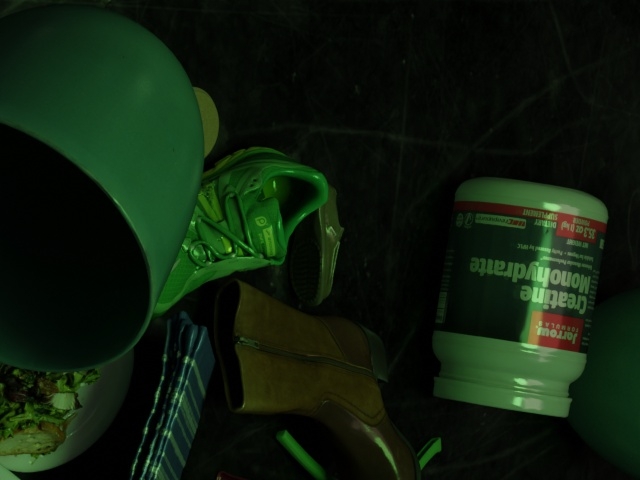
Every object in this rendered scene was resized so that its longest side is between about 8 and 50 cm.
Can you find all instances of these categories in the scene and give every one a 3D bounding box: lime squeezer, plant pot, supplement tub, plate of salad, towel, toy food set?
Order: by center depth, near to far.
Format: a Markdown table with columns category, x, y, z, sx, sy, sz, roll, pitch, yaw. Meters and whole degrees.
| category | x | y | z | sx | sy | sz | roll | pitch | yaw |
| --- | --- | --- | --- | --- | --- | --- | --- | --- | --- |
| plant pot | -0.236 | -0.069 | 1.698 | 0.293 | 0.293 | 0.235 | 66 | 34 | -33 |
| plate of salad | -0.258 | 0.129 | 1.846 | 0.200 | 0.048 | 0.199 | -12 | 110 | -36 |
| towel | -0.173 | 0.249 | 1.918 | 0.243 | 0.040 | 0.336 | 88 | 20 | -77 |
| toy food set | -0.135 | -0.119 | 2.007 | 0.083 | 0.020 | 0.082 | 53 | 55 | -40 |
| lime squeezer | 0.058 | 0.284 | 2.275 | 0.310 | 0.059 | 0.110 | 10 | 88 | -50 |
| supplement tub | 0.240 | 0.069 | 2.361 | 0.191 | 0.191 | 0.272 | 12 | 86 | -51 |
| plant pot | 0.429 | 0.184 | 2.604 | 0.290 | 0.195 | 0.290 | -11 | 104 | -50 |

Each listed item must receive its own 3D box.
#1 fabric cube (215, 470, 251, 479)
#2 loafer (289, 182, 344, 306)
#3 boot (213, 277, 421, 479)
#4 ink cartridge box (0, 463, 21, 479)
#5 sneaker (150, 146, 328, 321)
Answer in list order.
| category | x | y | z | sx | sy | sz | roll | pitch | yaw |
| --- | --- | --- | --- | --- | --- | --- | --- | --- | --- |
| fabric cube | 0.004 | 0.428 | 2.073 | 0.258 | 0.259 | 0.254 | 41 | 65 | -44 |
| loafer | 0.000 | 0.000 | 2.161 | 0.050 | 0.056 | 0.148 | -3 | 98 | -44 |
| boot | -0.002 | 0.188 | 2.091 | 0.280 | 0.096 | 0.264 | 22 | 59 | -56 |
| ink cartridge box | -0.369 | 0.280 | 1.690 | 0.307 | 0.129 | 0.223 | 49 | 59 | -43 |
| sneaker | -0.103 | -0.013 | 1.980 | 0.295 | 0.123 | 0.109 | -40 | 125 | -39 |
